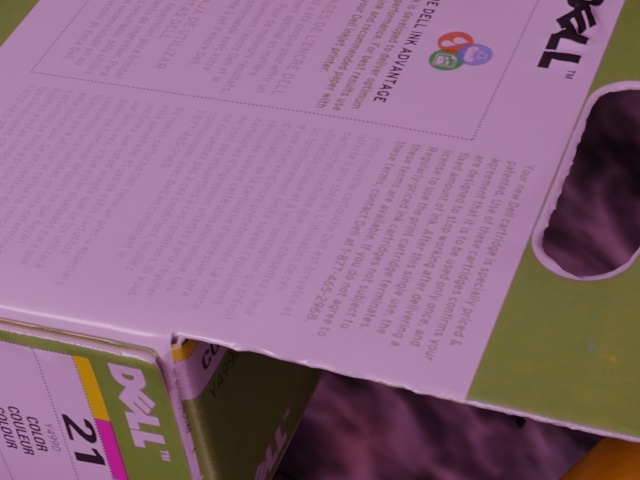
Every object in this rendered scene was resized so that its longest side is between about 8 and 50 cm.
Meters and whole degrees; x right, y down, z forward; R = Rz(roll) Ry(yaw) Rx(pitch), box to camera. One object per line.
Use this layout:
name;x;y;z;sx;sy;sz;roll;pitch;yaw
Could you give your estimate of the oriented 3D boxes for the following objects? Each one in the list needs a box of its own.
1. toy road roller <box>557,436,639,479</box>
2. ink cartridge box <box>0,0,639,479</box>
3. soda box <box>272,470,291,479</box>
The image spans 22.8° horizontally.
toy road roller;0.092;0.182;0.517;0.202;0.240;0.329;43;135;8
ink cartridge box;0.000;0.000;0.489;0.255;0.189;0.097;10;135;19
soda box;-0.136;0.064;0.593;0.263;0.083;0.092;33;96;9
